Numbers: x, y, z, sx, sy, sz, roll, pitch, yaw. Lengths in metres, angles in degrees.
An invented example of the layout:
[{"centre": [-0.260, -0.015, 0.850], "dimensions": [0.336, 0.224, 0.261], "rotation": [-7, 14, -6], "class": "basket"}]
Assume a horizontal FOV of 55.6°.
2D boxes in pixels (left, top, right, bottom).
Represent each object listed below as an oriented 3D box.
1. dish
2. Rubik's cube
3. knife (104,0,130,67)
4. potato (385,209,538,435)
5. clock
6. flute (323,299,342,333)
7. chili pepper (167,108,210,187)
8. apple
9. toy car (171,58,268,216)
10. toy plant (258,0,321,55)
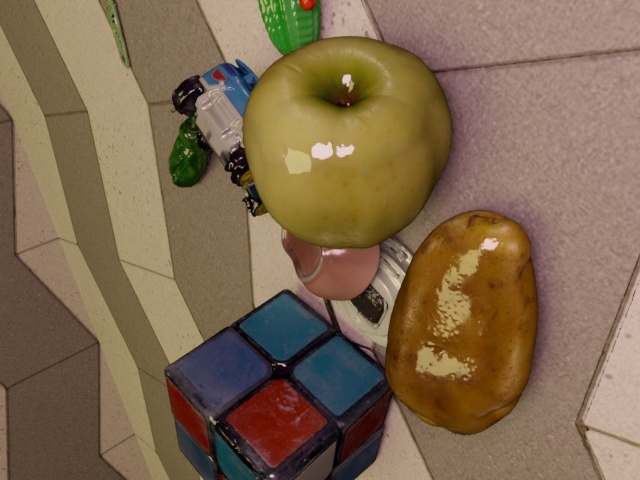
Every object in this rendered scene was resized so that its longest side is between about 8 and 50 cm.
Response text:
[{"centre": [0.000, 0.000, 1.005], "dimensions": [0.213, 0.090, 0.213], "rotation": [14, 107, 57], "class": "dish"}, {"centre": [-0.081, 0.342, 1.183], "dimensions": [0.318, 0.316, 0.313], "rotation": [37, 141, 29], "class": "Rubik's cube"}, {"centre": [-0.479, -0.540, 1.375], "dimensions": [0.043, 0.020, 0.293], "rotation": [19, 127, 43], "class": "knife"}, {"centre": [0.194, 0.124, 0.843], "dimensions": [0.195, 0.176, 0.369], "rotation": [-118, 27, -54], "class": "potato"}, {"centre": [0.094, 0.094, 1.035], "dimensions": [0.236, 0.053, 0.236], "rotation": [29, 133, 37], "class": "clock"}, {"centre": [0.005, 0.099, 1.184], "dimensions": [0.014, 0.014, 0.270], "rotation": [-6, 107, 53], "class": "flute"}, {"centre": [-0.285, -0.187, 1.312], "dimensions": [0.100, 0.074, 0.257], "rotation": [55, 145, 11], "class": "chili pepper"}, {"centre": [0.039, -0.121, 0.783], "dimensions": [0.279, 0.279, 0.279], "rotation": [30, 134, 37], "class": "apple"}, {"centre": [-0.118, -0.174, 1.044], "dimensions": [0.198, 0.166, 0.314], "rotation": [55, 173, 15], "class": "toy car"}, {"centre": [-0.050, -0.346, 0.903], "dimensions": [0.155, 0.088, 0.240], "rotation": [54, 157, 33], "class": "toy plant"}]
